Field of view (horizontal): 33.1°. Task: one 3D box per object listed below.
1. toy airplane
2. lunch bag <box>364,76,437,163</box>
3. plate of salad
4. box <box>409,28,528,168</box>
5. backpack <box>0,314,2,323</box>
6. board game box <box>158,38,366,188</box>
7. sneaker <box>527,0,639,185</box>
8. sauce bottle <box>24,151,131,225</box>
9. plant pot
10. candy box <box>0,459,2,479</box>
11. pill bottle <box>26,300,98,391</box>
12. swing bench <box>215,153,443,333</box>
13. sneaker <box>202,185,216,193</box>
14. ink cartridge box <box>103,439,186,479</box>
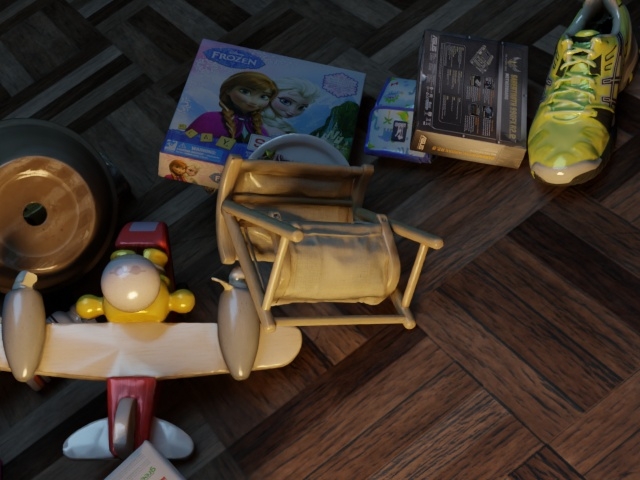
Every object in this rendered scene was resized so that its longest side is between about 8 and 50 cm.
[{"bbox_3d":[-0.282,0.142,1.609,0.384,0.272,0.386,38,57,27],"label":"toy airplane"},{"bbox_3d":[0.157,-0.203,1.864,0.129,0.096,0.151,10,63,30],"label":"lunch bag"},{"bbox_3d":[-0.040,-0.075,1.773,0.200,0.200,0.048,-23,8,6],"label":"plate of salad"},{"bbox_3d":[0.249,-0.238,1.787,0.183,0.056,0.231,9,57,-3],"label":"box"},{"bbox_3d":[-0.608,0.175,1.825,0.166,0.188,0.144,30,57,4],"label":"backpack"},{"bbox_3d":[-0.095,-0.210,1.920,0.318,0.066,0.318,12,48,-1],"label":"board game box"},{"bbox_3d":[0.408,-0.247,1.725,0.145,0.147,0.385,2,50,28],"label":"sneaker"},{"bbox_3d":[-0.524,-0.030,2.048,0.344,0.111,0.111,-40,42,-15],"label":"sauce bottle"},{"bbox_3d":[-0.494,-0.052,1.824,0.323,0.323,0.280,-38,14,-11],"label":"plant pot"},{"bbox_3d":[-0.548,0.389,1.595,0.071,0.159,0.233,-25,40,7],"label":"candy box"},{"bbox_3d":[-0.447,0.175,1.814,0.152,0.086,0.086,-41,42,-15],"label":"pill bottle"},{"bbox_3d":[0.000,0.000,1.598,0.253,0.165,0.255,2,29,-29],"label":"swing bench"},{"bbox_3d":[-0.129,-0.168,1.998,0.235,0.095,0.090,-24,32,-26],"label":"sneaker"},{"bbox_3d":[-0.241,0.462,1.366,0.309,0.130,0.272,-42,47,-15],"label":"ink cartridge box"}]
